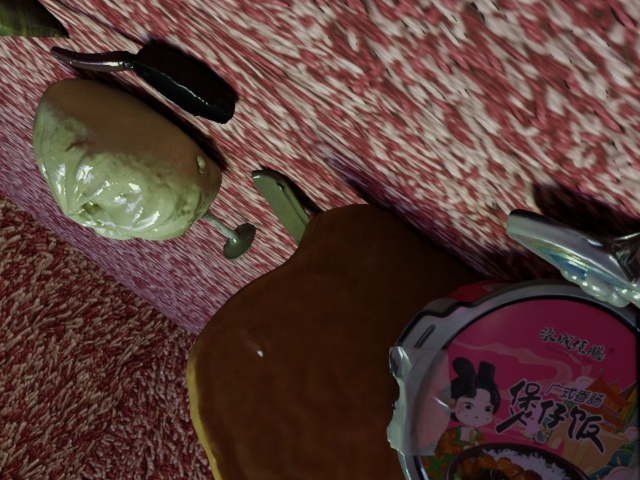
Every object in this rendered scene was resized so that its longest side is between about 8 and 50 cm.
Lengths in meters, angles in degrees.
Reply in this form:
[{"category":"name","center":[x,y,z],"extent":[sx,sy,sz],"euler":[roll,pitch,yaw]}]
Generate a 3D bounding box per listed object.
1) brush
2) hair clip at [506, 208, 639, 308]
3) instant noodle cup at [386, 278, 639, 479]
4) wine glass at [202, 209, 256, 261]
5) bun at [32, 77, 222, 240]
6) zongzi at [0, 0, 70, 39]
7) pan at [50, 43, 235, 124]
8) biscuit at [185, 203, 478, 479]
[{"category":"brush","center":[0.000,0.000,1.805],"extent":[0.054,0.048,0.282],"euler":[22,158,38]},{"category":"hair clip","center":[0.217,0.011,1.175],"extent":[0.140,0.054,0.220],"euler":[29,176,-20]},{"category":"instant noodle cup","center":[0.180,0.141,1.424],"extent":[0.302,0.258,0.181],"euler":[48,-179,-16]},{"category":"wine glass","center":[-0.173,-0.049,2.046],"extent":[0.198,0.066,0.066],"euler":[39,168,-35]},{"category":"bun","center":[-0.244,-0.085,1.816],"extent":[0.259,0.160,0.259],"euler":[35,172,6]},{"category":"zongzi","center":[-0.370,-0.283,1.465],"extent":[0.241,0.111,0.248],"euler":[14,162,4]},{"category":"pan","center":[-0.176,-0.169,1.513],"extent":[0.212,0.040,0.115],"euler":[21,167,23]},{"category":"biscuit","center":[0.061,0.177,1.524],"extent":[0.385,0.365,0.062],"euler":[47,157,-11]}]
